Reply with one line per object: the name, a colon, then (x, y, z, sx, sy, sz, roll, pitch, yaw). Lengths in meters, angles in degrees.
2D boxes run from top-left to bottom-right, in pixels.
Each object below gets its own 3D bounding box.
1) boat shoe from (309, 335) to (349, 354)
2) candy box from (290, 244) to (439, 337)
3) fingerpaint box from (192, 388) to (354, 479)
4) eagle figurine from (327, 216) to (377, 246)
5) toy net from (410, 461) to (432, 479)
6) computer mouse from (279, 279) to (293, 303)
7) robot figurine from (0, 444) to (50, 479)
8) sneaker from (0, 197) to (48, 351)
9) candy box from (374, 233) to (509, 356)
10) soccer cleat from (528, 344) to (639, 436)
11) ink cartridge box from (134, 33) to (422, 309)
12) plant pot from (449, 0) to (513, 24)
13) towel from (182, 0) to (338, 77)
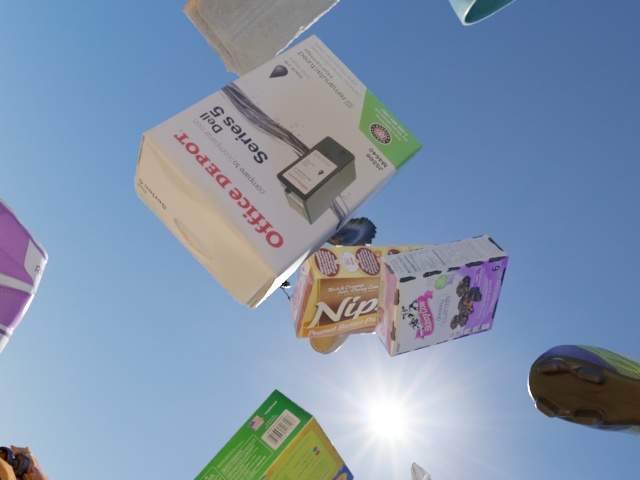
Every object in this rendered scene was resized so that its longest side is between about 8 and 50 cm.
boat shoe: (0.041, 0.159, 1.280, 0.109, 0.098, 0.302, 39, -62, 20)
candy box: (0.111, 0.100, 1.065, 0.088, 0.316, 0.183, -106, -157, -43)
fingerpaint box: (-0.154, 0.680, 1.405, 0.163, 0.445, 0.371, 23, -30, 42)
eagle figurine: (-0.007, 0.005, 1.472, 0.298, 0.225, 0.226, 34, -32, 19)
toy net: (0.215, 0.563, 1.104, 0.045, 0.232, 0.122, -14, -70, 17)
computer mouse: (-0.060, 0.186, 1.568, 0.193, 0.042, 0.106, 53, -8, 14)
robot figurine: (-0.482, 0.430, 0.841, 0.291, 0.085, 0.211, 39, -15, 37)
sneaker: (-0.432, -0.010, 0.553, 0.102, 0.282, 0.161, -11, -128, 48)
candy box: (0.195, 0.091, 0.887, 0.070, 0.196, 0.165, -121, -156, -51)
soccer cleat: (0.356, 0.162, 0.524, 0.289, 0.121, 0.094, 10, -79, 41)
ink cartridge box: (-0.044, -0.087, 0.628, 0.198, 0.273, 0.115, 46, -32, 2)
plant pot: (0.203, -0.380, 0.502, 0.195, 0.290, 0.290, 55, -43, -1)
towel: (-0.072, -0.402, 0.856, 0.282, 0.187, 0.049, -40, -122, 1)
